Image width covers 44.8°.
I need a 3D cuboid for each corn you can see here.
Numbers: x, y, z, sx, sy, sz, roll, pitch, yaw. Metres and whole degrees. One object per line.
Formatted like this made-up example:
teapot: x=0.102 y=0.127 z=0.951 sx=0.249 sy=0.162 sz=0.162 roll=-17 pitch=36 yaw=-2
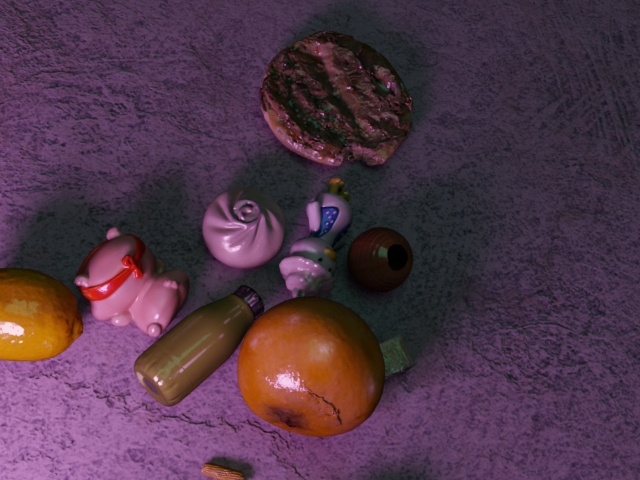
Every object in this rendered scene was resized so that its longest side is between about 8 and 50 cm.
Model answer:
corn: x=-0.167 y=0.409 z=1.359 sx=0.083 sy=0.027 sz=0.028 roll=19 pitch=42 yaw=-1

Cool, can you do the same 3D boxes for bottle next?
bottle: x=-0.213 y=0.183 z=1.425 sx=0.112 sy=0.112 sz=0.260 roll=43 pitch=60 yaw=11

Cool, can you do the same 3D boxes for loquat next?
loquat: x=-0.015 y=0.224 z=1.368 sx=0.262 sy=0.263 sz=0.263 roll=6 pitch=60 yaw=-11

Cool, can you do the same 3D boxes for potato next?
potato: x=0.116 y=0.238 z=1.508 sx=0.122 sy=0.061 sz=0.086 roll=-18 pitch=69 yaw=-22

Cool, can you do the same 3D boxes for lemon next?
lemon: x=-0.517 y=0.129 z=1.345 sx=0.207 sy=0.170 sz=0.170 roll=9 pitch=60 yaw=-9

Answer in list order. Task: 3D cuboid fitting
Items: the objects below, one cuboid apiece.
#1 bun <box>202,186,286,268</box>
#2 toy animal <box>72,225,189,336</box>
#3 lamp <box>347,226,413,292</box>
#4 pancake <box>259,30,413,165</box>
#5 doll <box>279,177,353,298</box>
bun: x=-0.150 y=-0.033 z=1.560 sx=0.172 sy=0.120 sz=0.173 roll=6 pitch=62 yaw=-12
toy animal: x=-0.347 y=0.082 z=1.430 sx=0.197 sy=0.171 sz=0.171 roll=34 pitch=58 yaw=-3
lamp: x=0.121 y=0.039 z=1.581 sx=0.136 sy=0.136 sz=0.137 roll=6 pitch=60 yaw=-11
pancake: x=0.038 y=-0.323 z=1.798 sx=0.381 sy=0.071 sz=0.383 roll=6 pitch=61 yaw=-12
doll: x=0.000 y=0.000 z=1.581 sx=0.119 sy=0.138 sz=0.293 roll=-2 pitch=49 yaw=32
